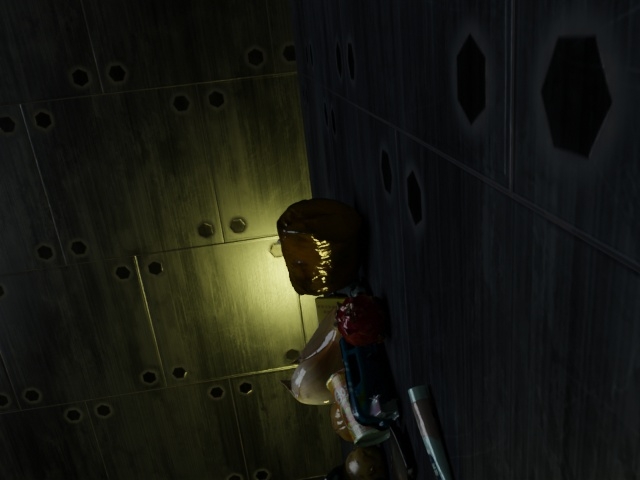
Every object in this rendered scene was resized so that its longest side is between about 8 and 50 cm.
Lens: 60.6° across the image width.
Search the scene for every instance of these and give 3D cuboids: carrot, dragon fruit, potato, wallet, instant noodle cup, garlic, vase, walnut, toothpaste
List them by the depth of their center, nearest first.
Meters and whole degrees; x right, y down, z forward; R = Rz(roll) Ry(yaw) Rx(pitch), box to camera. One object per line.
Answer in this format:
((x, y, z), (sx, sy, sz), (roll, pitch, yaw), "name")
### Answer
((0.199, 0.359, 0.957), (0.056, 0.036, 0.205), (88, 169, -63), "toothpaste")
((0.201, 0.553, 1.337), (0.122, 0.031, 0.232), (-109, 8, -47), "wallet")
((0.106, 0.204, 1.360), (0.136, 0.133, 0.166), (-49, -26, -33), "dragon fruit")
((0.119, 0.457, 1.510), (0.168, 0.168, 0.185), (87, 165, -51), "instant noodle cup")
((0.000, 0.000, 1.570), (0.341, 0.241, 0.241), (85, 175, -50), "carrot")
((0.110, 0.151, 1.614), (0.211, 0.059, 0.060), (-144, 46, -83), "vase")
((0.035, 0.353, 1.720), (0.286, 0.249, 0.313), (49, 116, 42), "garlic")
((0.109, 0.556, 1.744), (0.197, 0.165, 0.165), (65, -165, -75), "walnut")
((0.149, 0.735, 1.767), (0.137, 0.137, 0.176), (-105, 7, -61), "potato")

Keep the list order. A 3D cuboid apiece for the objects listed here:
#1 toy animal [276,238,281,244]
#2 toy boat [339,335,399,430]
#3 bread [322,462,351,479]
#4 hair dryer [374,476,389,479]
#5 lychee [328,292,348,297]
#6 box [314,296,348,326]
((-0.016, 0.046, 1.869), (0.325, 0.154, 0.208), (21, 88, 43), "toy animal")
((0.135, 0.337, 1.432), (0.092, 0.134, 0.299), (-49, 32, 32), "toy boat")
((0.110, 0.927, 1.799), (0.251, 0.208, 0.376), (36, -167, -21), "bread")
((0.187, 0.726, 1.355), (0.107, 0.189, 0.352), (58, 157, -13), "hair dryer")
((0.066, 0.247, 2.033), (0.114, 0.114, 0.146), (-108, 3, -69), "lychee")
((0.069, 0.337, 1.962), (0.041, 0.153, 0.279), (-23, -72, -59), "box")
